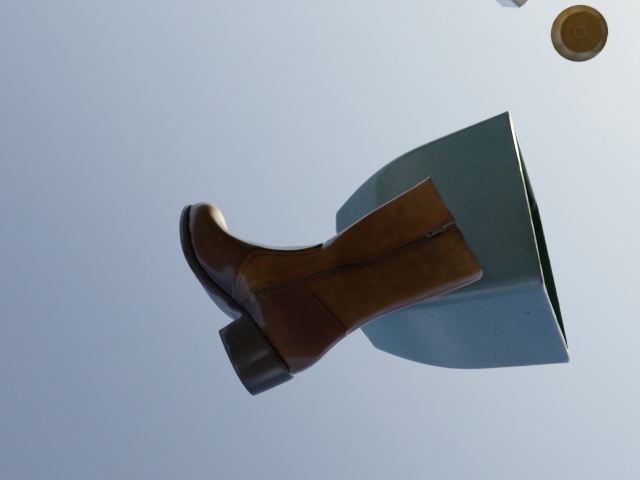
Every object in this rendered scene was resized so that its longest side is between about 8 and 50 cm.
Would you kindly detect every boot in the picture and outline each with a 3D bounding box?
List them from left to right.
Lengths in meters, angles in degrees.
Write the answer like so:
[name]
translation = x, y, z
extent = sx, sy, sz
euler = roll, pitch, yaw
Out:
[boot]
translation = 0.000, 0.000, 1.049
extent = 0.096, 0.280, 0.264
euler = 60, -179, -46

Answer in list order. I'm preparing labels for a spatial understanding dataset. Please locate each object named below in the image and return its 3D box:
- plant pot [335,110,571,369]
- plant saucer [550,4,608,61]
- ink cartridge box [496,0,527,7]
[plant pot]
translation = 0.159, 0.025, 1.230
extent = 0.248, 0.252, 0.247
euler = 55, -153, -55
[plant saucer]
translation = 0.378, -0.302, 1.395
extent = 0.083, 0.083, 0.015
euler = 42, -172, 1
[ink cartridge box]
translation = 0.257, -0.512, 1.444
extent = 0.270, 0.198, 0.197
euler = 40, -169, -7
